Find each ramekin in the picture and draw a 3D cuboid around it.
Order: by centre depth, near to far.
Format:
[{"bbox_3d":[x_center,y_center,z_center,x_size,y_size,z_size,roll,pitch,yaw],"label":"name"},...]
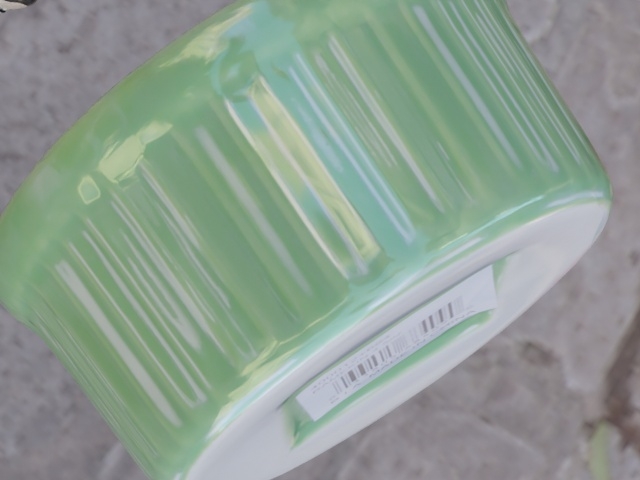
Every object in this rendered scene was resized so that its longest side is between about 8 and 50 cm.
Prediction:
[{"bbox_3d":[0.000,0.000,0.898,0.303,0.148,0.303,-32,166,-9],"label":"ramekin"}]

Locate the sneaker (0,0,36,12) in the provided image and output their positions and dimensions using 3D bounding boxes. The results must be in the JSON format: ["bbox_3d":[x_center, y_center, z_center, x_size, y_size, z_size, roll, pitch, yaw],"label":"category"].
[{"bbox_3d":[-0.168,-0.110,0.845,0.032,0.083,0.037,27,70,-59],"label":"sneaker"}]
